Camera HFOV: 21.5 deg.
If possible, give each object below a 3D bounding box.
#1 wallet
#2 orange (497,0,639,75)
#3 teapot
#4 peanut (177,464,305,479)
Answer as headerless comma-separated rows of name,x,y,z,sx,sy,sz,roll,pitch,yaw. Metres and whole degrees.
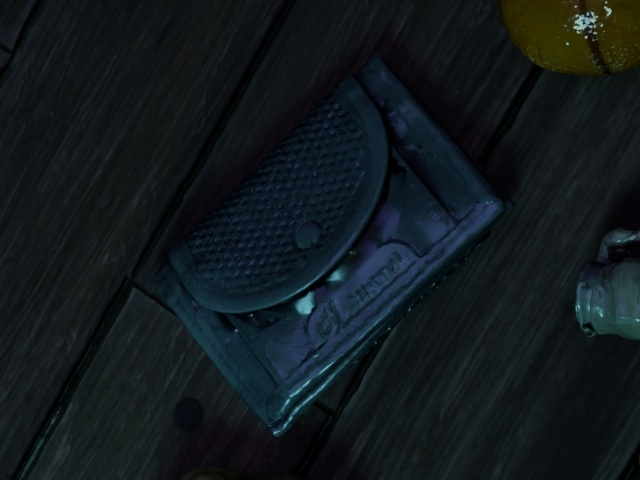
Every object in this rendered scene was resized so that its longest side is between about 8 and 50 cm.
wallet,0.000,0.000,1.712,0.342,0.075,0.237,-44,63,11
orange,0.253,-0.251,1.597,0.193,0.161,0.193,-5,80,28
teapot,0.338,0.041,1.548,0.200,0.077,0.107,2,76,24
peanut,-0.071,0.320,1.657,0.233,0.110,0.196,-2,74,23
